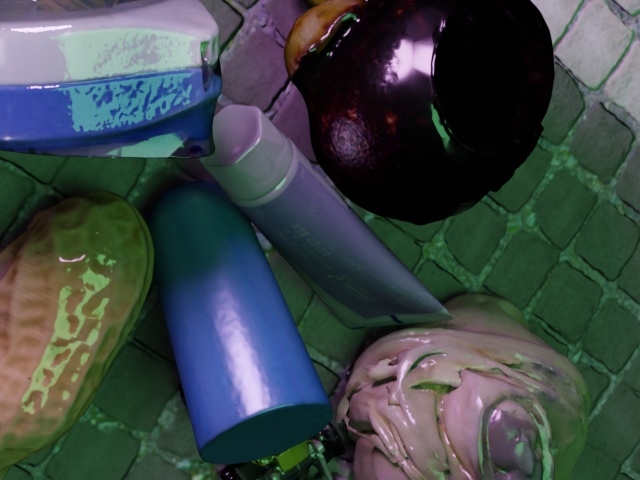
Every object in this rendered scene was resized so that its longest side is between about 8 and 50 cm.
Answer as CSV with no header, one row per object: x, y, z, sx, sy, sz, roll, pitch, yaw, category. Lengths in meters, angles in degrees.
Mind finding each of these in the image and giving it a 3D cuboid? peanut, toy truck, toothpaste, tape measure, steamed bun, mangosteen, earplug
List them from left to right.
-0.271,0.099,1.720,0.153,0.140,0.325,35,92,-3,peanut
-0.228,-0.166,1.597,0.262,0.259,0.138,-1,105,-23,tape measure
-0.093,0.066,1.752,0.132,0.273,0.132,-17,156,-8,earplug
-0.046,0.208,1.888,0.136,0.111,0.286,-33,117,-14,toy truck
0.000,0.000,1.798,0.371,0.125,0.080,48,42,-45,toothpaste
0.089,-0.163,1.768,0.287,0.233,0.288,1,87,-30,mangosteen
0.179,0.209,1.956,0.280,0.207,0.268,-21,114,-24,steamed bun
